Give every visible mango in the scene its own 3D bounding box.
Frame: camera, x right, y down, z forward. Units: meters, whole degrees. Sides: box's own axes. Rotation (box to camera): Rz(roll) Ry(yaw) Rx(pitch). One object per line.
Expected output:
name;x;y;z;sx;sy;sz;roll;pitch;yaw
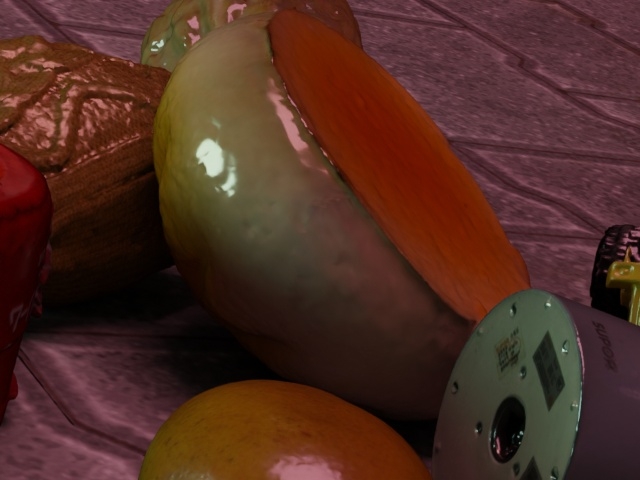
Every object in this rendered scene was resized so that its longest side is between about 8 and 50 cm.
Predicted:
mango;-0.018;0.132;0.978;0.152;0.120;0.221;15;11;-15

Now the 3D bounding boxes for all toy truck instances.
toy truck;0.243;0.072;1.310;0.136;0.111;0.286;10;-17;14

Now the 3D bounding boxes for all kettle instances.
kettle;0.209;0.150;1.103;0.243;0.160;0.210;16;35;-21

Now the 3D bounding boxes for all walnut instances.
walnut;-0.055;-0.141;1.654;0.198;0.198;0.245;15;28;-1

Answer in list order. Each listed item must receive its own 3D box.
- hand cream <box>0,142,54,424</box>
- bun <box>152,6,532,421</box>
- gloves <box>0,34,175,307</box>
hand cream;-0.265;0.014;1.073;0.230;0.149;0.230;12;18;-4
bun;0.000;0.000;1.290;0.299;0.165;0.299;44;22;-23
gloves;-0.176;-0.054;1.338;0.203;0.155;0.356;24;16;14
